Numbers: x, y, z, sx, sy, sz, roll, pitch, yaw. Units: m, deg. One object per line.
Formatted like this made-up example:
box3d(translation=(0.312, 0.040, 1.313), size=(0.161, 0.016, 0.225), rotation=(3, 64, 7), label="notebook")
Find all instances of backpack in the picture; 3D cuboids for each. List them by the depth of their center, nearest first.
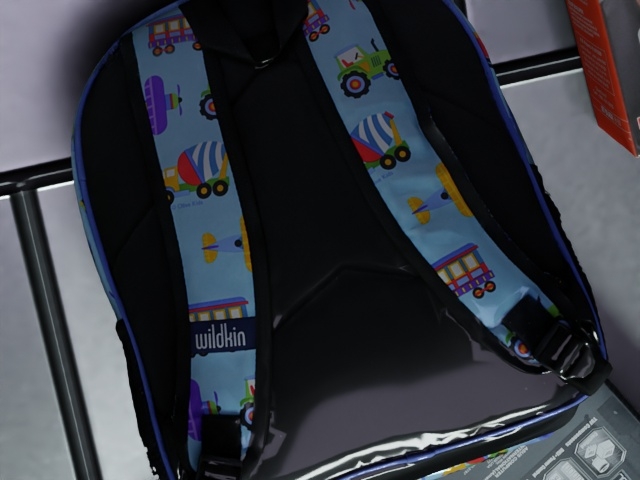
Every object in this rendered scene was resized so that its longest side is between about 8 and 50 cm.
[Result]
box3d(translation=(0.000, 0.000, 0.626), size=(0.158, 0.117, 0.173), rotation=(-20, 78, 0), label="backpack")

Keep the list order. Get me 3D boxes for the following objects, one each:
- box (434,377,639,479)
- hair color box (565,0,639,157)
box3d(translation=(0.058, 0.165, 0.733), size=(0.232, 0.059, 0.183), rotation=(-43, 113, 4), label="box")
box3d(translation=(0.121, -0.109, 0.655), size=(0.072, 0.043, 0.141), rotation=(-21, 113, -4), label="hair color box")
